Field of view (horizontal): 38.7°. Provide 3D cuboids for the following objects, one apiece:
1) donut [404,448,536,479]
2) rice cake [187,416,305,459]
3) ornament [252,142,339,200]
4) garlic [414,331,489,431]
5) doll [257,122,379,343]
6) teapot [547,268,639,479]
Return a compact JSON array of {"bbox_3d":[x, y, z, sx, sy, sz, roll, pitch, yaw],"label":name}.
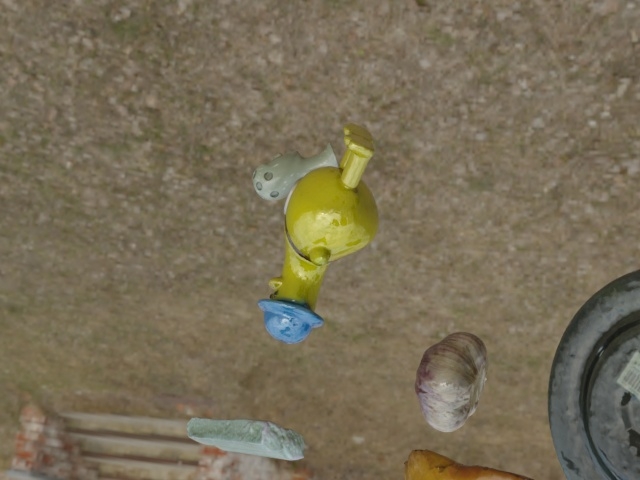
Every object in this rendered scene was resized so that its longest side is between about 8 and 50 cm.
[{"bbox_3d":[0.149,0.232,0.585,0.253,0.118,0.253,32,151,20],"label":"donut"},{"bbox_3d":[-0.105,0.274,1.269,0.085,0.040,0.226,25,159,-28],"label":"rice cake"},{"bbox_3d":[-0.047,-0.125,1.643,0.156,0.081,0.075,-19,173,-1],"label":"ornament"},{"bbox_3d":[0.204,0.220,1.446,0.102,0.159,0.147,16,176,29],"label":"garlic"},{"bbox_3d":[0.000,0.000,1.401,0.145,0.363,0.199,21,-157,-5],"label":"doll"},{"bbox_3d":[0.380,0.119,0.769,0.239,0.240,0.321,4,141,-40],"label":"teapot"}]
